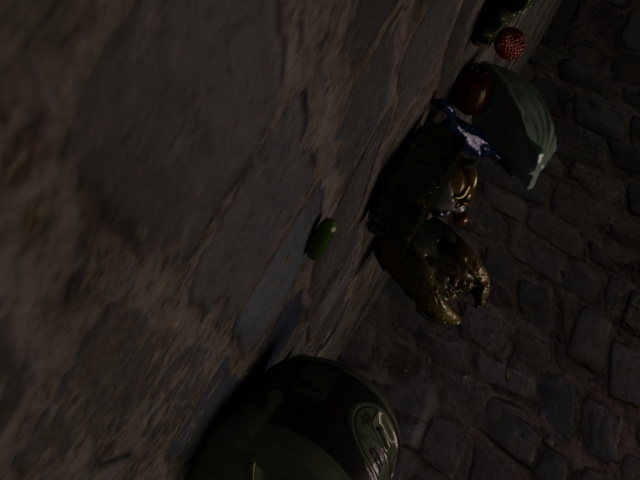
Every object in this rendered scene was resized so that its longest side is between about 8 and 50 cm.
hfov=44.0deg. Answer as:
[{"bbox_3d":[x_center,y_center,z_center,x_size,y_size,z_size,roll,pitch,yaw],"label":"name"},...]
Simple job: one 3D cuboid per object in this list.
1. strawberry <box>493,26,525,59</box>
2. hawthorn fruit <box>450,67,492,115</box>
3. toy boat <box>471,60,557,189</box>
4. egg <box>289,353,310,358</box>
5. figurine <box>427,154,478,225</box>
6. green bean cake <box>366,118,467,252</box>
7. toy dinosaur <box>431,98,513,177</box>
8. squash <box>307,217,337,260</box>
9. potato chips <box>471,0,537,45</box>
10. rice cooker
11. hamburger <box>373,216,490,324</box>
[{"bbox_3d":[0.404,-0.427,1.702,0.073,0.073,0.083,-59,156,6],"label":"strawberry"},{"bbox_3d":[0.294,-0.289,1.516,0.081,0.081,0.093,-49,165,-48],"label":"hawthorn fruit"},{"bbox_3d":[0.383,-0.238,1.573,0.100,0.290,0.199,-13,144,-7],"label":"toy boat"},{"bbox_3d":[-0.045,0.260,1.524,0.083,0.071,0.071,-45,166,-33],"label":"egg"},{"bbox_3d":[0.265,-0.130,1.812,0.274,0.133,0.194,-151,-128,-75],"label":"figurine"},{"bbox_3d":[0.159,-0.096,1.354,0.173,0.094,0.181,-54,170,-30],"label":"green bean cake"},{"bbox_3d":[0.279,-0.186,1.432,0.075,0.247,0.188,-71,-166,-11],"label":"toy dinosaur"},{"bbox_3d":[0.000,0.001,1.003,0.027,0.027,0.089,-52,173,-37],"label":"squash"},{"bbox_3d":[0.440,-0.464,1.346,0.429,0.070,0.358,-38,-170,-37],"label":"potato chips"},{"bbox_3d":[-0.034,0.344,1.212,0.277,0.288,0.288,-45,164,-54],"label":"rice cooker"},{"bbox_3d":[0.250,0.052,1.813,0.167,0.288,0.192,-39,156,-7],"label":"hamburger"}]
